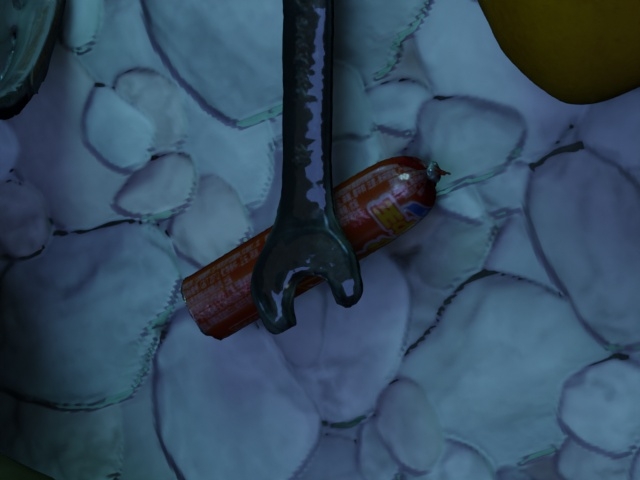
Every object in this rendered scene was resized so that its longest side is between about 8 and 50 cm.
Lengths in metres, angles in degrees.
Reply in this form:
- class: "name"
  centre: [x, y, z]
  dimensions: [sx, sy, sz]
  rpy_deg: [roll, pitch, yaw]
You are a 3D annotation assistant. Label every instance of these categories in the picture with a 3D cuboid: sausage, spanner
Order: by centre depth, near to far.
- class: "spanner"
  centre: [-0.005, -0.088, 0.662]
  dimensions: [0.054, 0.015, 0.254]
  rpy_deg: [1, 91, 23]
- class: "sausage"
  centre: [0.000, 0.000, 0.688]
  dimensions: [0.129, 0.034, 0.034]
  rpy_deg: [-30, 88, 22]

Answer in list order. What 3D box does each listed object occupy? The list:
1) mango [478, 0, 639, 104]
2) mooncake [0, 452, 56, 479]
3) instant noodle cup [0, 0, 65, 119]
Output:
- class: "mango"
  centre: [0.111, -0.153, 0.582]
  dimensions: [0.145, 0.112, 0.219]
  rpy_deg: [12, 116, 18]
- class: "mooncake"
  centre: [-0.306, 0.211, 0.700]
  dimensions: [0.467, 0.262, 0.467]
  rpy_deg: [9, 116, 19]
- class: "instant noodle cup"
  centre: [-0.234, -0.128, 0.668]
  dimensions: [0.207, 0.217, 0.217]
  rpy_deg: [-2, 99, 14]
